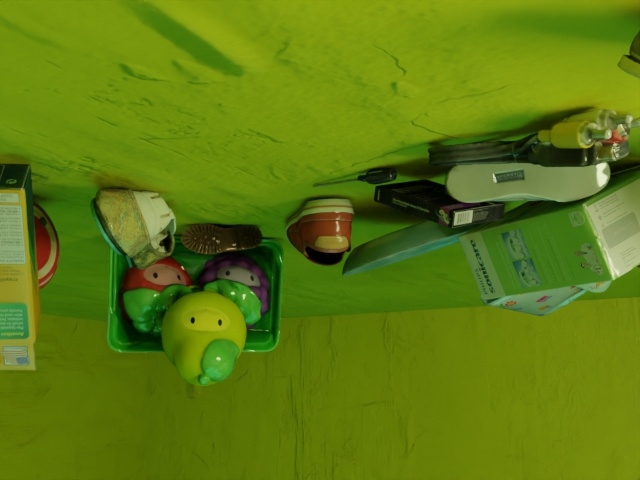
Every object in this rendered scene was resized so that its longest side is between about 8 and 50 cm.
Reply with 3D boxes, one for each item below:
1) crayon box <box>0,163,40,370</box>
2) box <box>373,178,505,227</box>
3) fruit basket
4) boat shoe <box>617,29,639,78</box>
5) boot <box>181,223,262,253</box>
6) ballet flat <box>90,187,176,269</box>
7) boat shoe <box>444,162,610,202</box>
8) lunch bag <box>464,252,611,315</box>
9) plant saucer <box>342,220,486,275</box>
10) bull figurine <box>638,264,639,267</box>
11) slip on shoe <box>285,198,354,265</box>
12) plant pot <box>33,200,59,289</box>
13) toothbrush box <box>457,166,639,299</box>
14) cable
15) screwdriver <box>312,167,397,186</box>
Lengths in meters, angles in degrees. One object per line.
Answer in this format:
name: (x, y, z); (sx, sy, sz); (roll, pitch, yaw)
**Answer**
crayon box: (-0.528, 0.043, 1.354); (0.203, 0.323, 0.083); (1, -149, -10)
box: (0.175, -0.057, 1.364); (0.116, 0.029, 0.162); (-10, -159, -40)
fruit basket: (-0.252, 0.133, 1.885); (0.392, 0.283, 0.392); (3, -176, 0)
boat shoe: (0.423, -0.166, 0.821); (0.324, 0.097, 0.117); (5, -151, -14)
boot: (-0.201, 0.001, 1.813); (0.157, 0.059, 0.084); (1, 175, -17)
ballet flat: (-0.300, -0.028, 1.530); (0.123, 0.123, 0.348); (0, 169, -4)
boat shoe: (0.291, -0.095, 1.306); (0.227, 0.079, 0.081); (-4, -171, 7)
lunch bag: (0.451, 0.029, 1.753); (0.262, 0.160, 0.223); (-33, 150, 31)
plant saucer: (0.184, -0.003, 1.664); (0.317, 0.044, 0.317); (-18, 174, -2)
bull figurine: (0.723, -0.008, 1.728); (0.188, 0.101, 0.310); (3, 169, -34)
slip on shoe: (0.000, 0.000, 1.701); (0.123, 0.101, 0.331); (-2, 171, -8)
plant pot: (-0.540, 0.021, 1.514); (0.174, 0.191, 0.191); (-13, 165, 31)
toothbrush box: (0.390, -0.012, 1.419); (0.206, 0.122, 0.283); (-25, -178, -30)
cable: (0.279, -0.134, 1.188); (0.287, 0.072, 0.139); (6, -165, 44)
screwdriver: (0.049, -0.097, 1.416); (0.170, 0.025, 0.024); (1, 175, 44)
